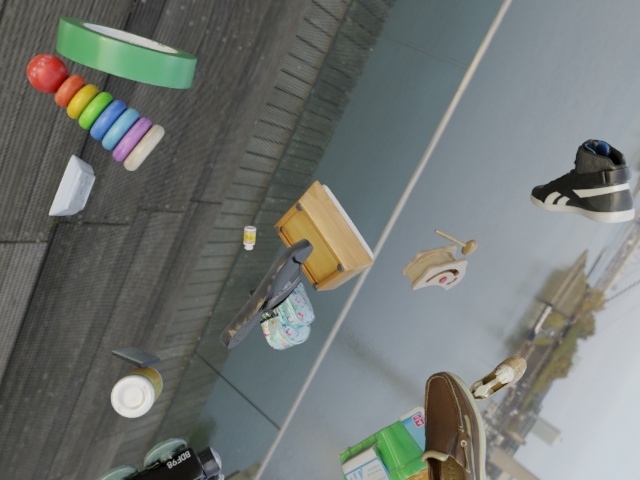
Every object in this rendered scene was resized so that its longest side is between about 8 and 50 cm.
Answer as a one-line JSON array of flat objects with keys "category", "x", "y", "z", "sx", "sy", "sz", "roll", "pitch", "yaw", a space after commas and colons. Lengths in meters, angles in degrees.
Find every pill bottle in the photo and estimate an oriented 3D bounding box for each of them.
[{"category": "pill bottle", "x": -0.262, "y": -0.009, "z": 1.942, "sx": 0.043, "sy": 0.043, "sz": 0.083, "roll": -20, "pitch": 123, "yaw": -50}, {"category": "pill bottle", "x": -0.622, "y": 0.510, "z": 1.809, "sx": 0.136, "sy": 0.136, "sz": 0.246, "roll": -53, "pitch": -176, "yaw": -6}]

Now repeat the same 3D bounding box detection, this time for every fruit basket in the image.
[{"category": "fruit basket", "x": 0.190, "y": 0.576, "z": 1.116, "sx": 0.166, "sy": 0.352, "sz": 0.327, "roll": 0, "pitch": 145, "yaw": -37}]

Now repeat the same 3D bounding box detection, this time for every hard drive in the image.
[{"category": "hard drive", "x": -0.645, "y": 0.408, "z": 1.836, "sx": 0.094, "sy": 0.135, "sz": 0.022, "roll": 4, "pitch": 100, "yaw": -67}]

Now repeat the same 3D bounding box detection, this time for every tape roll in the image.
[{"category": "tape roll", "x": -0.473, "y": -0.463, "z": 1.298, "sx": 0.321, "sy": 0.321, "sz": 0.077, "roll": -11, "pitch": 125, "yaw": -55}]

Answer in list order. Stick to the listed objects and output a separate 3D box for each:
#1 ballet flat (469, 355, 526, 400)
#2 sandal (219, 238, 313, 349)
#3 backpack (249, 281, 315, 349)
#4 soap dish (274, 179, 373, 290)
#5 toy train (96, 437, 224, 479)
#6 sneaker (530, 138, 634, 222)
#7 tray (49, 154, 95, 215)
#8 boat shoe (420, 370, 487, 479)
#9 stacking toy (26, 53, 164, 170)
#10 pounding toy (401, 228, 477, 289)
[{"category": "ballet flat", "x": 0.535, "y": 0.426, "z": 1.590, "sx": 0.206, "sy": 0.073, "sz": 0.067, "roll": -49, "pitch": 156, "yaw": 23}, {"category": "sandal", "x": -0.090, "y": 0.108, "z": 0.996, "sx": 0.254, "sy": 0.054, "sz": 0.097, "roll": -53, "pitch": 165, "yaw": 2}, {"category": "backpack", "x": -0.136, "y": 0.286, "z": 2.023, "sx": 0.191, "sy": 0.253, "sz": 0.225, "roll": -20, "pitch": 171, "yaw": 23}, {"category": "soap dish", "x": 0.000, "y": 0.000, "z": 1.562, "sx": 0.118, "sy": 0.290, "sz": 0.229, "roll": -31, "pitch": 175, "yaw": -37}, {"category": "toy train", "x": -0.320, "y": 0.479, "z": 0.907, "sx": 0.334, "sy": 0.142, "sz": 0.190, "roll": -26, "pitch": 140, "yaw": -20}, {"category": "sneaker", "x": 0.427, "y": -0.107, "z": 0.864, "sx": 0.079, "sy": 0.217, "sz": 0.121, "roll": -10, "pitch": 104, "yaw": -11}, {"category": "tray", "x": -0.597, "y": -0.125, "z": 1.285, "sx": 0.270, "sy": 0.030, "sz": 0.145, "roll": -170, "pitch": -81, "yaw": -74}, {"category": "boat shoe", "x": 0.202, "y": 0.328, "z": 0.816, "sx": 0.095, "sy": 0.257, "sz": 0.095, "roll": 20, "pitch": 140, "yaw": -38}, {"category": "stacking toy", "x": -0.554, "y": -0.321, "z": 1.277, "sx": 0.330, "sy": 0.141, "sz": 0.141, "roll": 39, "pitch": 83, "yaw": -21}, {"category": "pounding toy", "x": 0.384, "y": 0.070, "z": 1.743, "sx": 0.270, "sy": 0.154, "sz": 0.154, "roll": -11, "pitch": 142, "yaw": -26}]
